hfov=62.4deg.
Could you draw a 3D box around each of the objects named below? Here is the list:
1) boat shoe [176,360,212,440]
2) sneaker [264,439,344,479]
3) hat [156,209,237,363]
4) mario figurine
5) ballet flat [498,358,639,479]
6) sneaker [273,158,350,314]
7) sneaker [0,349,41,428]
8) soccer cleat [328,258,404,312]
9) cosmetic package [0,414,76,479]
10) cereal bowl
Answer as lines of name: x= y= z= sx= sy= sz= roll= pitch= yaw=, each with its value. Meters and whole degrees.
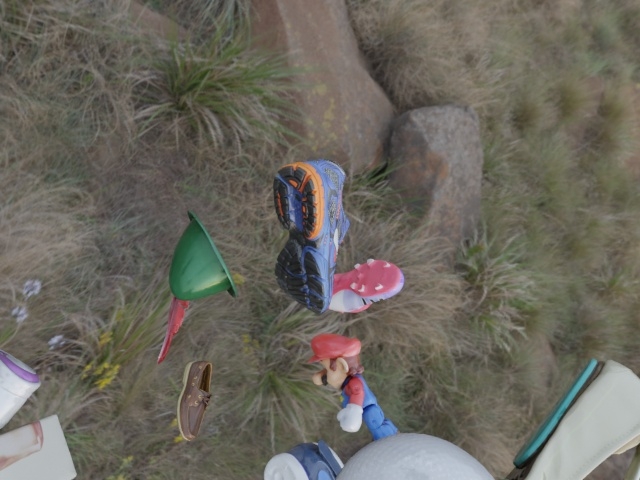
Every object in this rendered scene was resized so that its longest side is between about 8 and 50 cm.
boat shoe: x=-0.278 y=0.353 z=1.184 sx=0.064 sy=0.060 sz=0.178 roll=48 pitch=33 yaw=-49
sneaker: x=0.022 y=0.597 z=1.145 sx=0.236 sy=0.130 sz=0.323 roll=17 pitch=39 yaw=-55
hat: x=-0.264 y=0.076 z=0.938 sx=0.183 sy=0.173 sz=0.208 roll=-29 pitch=79 yaw=-16
mario figurine: x=0.060 y=0.382 z=1.303 sx=0.170 sy=0.198 sz=0.320 roll=-23 pitch=75 yaw=-32
ballet flat: x=0.156 y=0.189 z=0.376 sx=0.248 sy=0.086 sz=0.086 roll=-41 pitch=102 yaw=-10
sneaker: x=0.000 y=0.000 z=0.648 sx=0.087 sy=0.083 sz=0.221 roll=-32 pitch=139 yaw=-39
sneaker: x=-0.627 y=0.269 z=0.965 sx=0.114 sy=0.305 sz=0.152 roll=43 pitch=63 yaw=-32
soccer cleat: x=0.085 y=0.098 z=1.041 sx=0.095 sy=0.248 sz=0.083 roll=37 pitch=59 yaw=-25
cosmetic package: x=-0.570 y=0.401 z=0.860 sx=0.153 sy=0.296 sz=0.129 roll=-23 pitch=82 yaw=8
cereal bowl: x=0.155 y=0.508 z=0.892 sx=0.141 sy=0.339 sz=0.339 roll=31 pitch=54 yaw=-67
